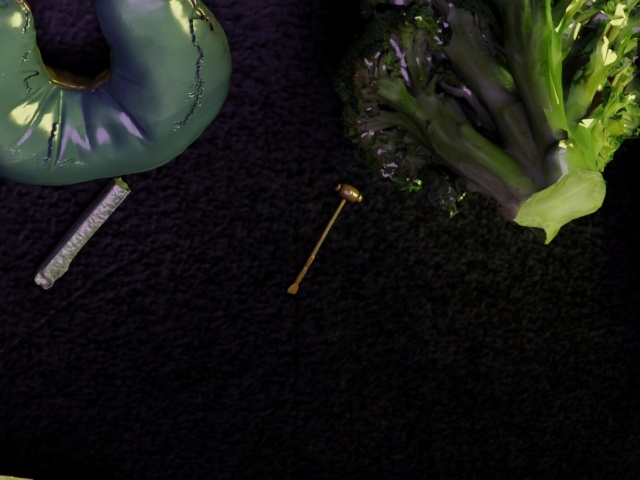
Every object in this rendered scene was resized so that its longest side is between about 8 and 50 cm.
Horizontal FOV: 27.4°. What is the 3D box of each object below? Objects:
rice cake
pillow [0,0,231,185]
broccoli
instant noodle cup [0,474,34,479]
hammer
[{"bbox_3d":[-0.211,-0.006,1.158,0.021,0.022,0.121,39,100,-21],"label":"rice cake"},{"bbox_3d":[-0.185,-0.127,1.041,0.233,0.086,0.214,-8,144,-7],"label":"pillow"},{"bbox_3d":[0.160,-0.129,1.074,0.308,0.275,0.308,-14,147,-10],"label":"broccoli"},{"bbox_3d":[-0.289,0.337,1.209,0.230,0.230,0.182,12,104,-22],"label":"instant noodle cup"},{"bbox_3d":[0.000,0.000,1.231,0.029,0.014,0.123,24,110,-17],"label":"hammer"}]
